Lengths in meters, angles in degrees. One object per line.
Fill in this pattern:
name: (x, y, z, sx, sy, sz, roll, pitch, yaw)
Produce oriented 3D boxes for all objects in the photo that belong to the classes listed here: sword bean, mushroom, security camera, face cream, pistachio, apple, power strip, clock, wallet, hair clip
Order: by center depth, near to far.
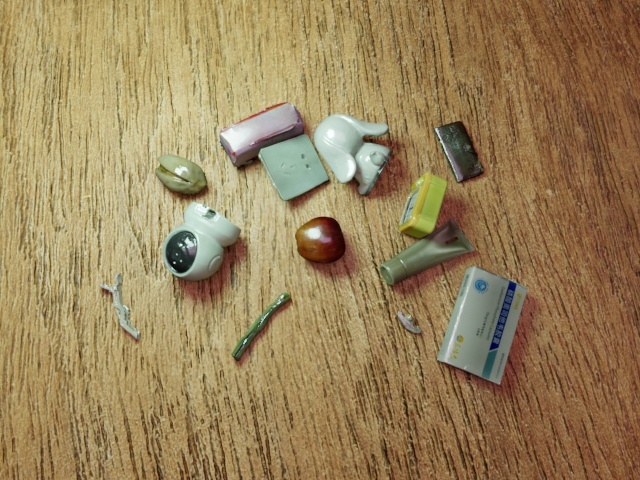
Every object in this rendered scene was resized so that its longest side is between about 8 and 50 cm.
security camera: (-0.387, 0.017, 1.293, 0.195, 0.194, 0.236, 31, 82, 2)
hair clip: (-0.642, 0.221, 1.300, 0.072, 0.034, 0.225, -22, 82, -6)
sword bean: (-0.195, 0.275, 1.324, 0.043, 0.038, 0.269, 38, 76, 10)
apple: (-0.003, 0.002, 1.349, 0.159, 0.147, 0.155, -11, 100, -6)
mushroom: (0.299, 0.278, 1.373, 0.101, 0.019, 0.049, 40, 77, 4)
pistachio: (-0.476, -0.224, 1.375, 0.185, 0.124, 0.124, 29, 77, 9)
clock: (0.352, -0.119, 1.402, 0.096, 0.143, 0.202, 21, 76, -7)
face cream: (0.366, 0.046, 1.406, 0.342, 0.084, 0.137, -25, 71, -17)
power strip: (-0.098, -0.251, 1.428, 0.213, 0.065, 0.198, -27, 94, -25)
wallet: (0.522, -0.339, 1.523, 0.122, 0.031, 0.232, -19, 79, -7)

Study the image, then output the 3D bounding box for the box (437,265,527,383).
box: (0.547, 0.280, 1.369, 0.200, 0.065, 0.343, 22, 77, 1)

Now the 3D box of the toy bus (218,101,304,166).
toy bus: (-0.200, -0.373, 1.417, 0.303, 0.147, 0.127, -28, 87, -9)

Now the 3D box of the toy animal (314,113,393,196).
toy animal: (0.114, -0.304, 1.408, 0.290, 0.174, 0.248, 11, 76, -4)
